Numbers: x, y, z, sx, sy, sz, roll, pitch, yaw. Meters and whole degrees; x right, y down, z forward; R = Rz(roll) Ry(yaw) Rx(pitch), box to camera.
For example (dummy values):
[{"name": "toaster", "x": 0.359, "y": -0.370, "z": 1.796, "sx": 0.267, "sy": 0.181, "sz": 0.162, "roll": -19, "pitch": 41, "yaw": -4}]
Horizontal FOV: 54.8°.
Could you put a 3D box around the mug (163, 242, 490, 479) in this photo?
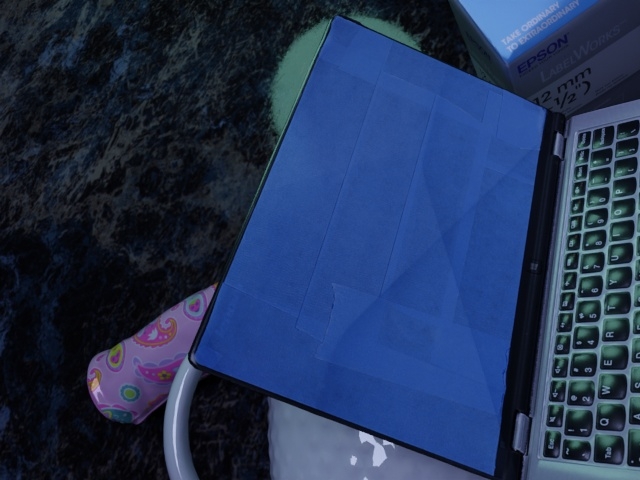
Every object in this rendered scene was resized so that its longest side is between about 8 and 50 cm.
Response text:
[{"name": "mug", "x": 0.035, "y": 0.186, "z": 0.617, "sx": 0.374, "sy": 0.276, "sz": 0.328, "roll": 9, "pitch": 73, "yaw": -16}]

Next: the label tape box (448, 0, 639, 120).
[{"name": "label tape box", "x": 0.289, "y": -0.253, "z": 0.663, "sx": 0.249, "sy": 0.348, "sz": 0.115, "roll": -34, "pitch": 58, "yaw": 10}]

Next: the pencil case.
[{"name": "pencil case", "x": -0.184, "y": 0.149, "z": 0.864, "sx": 0.284, "sy": 0.124, "sz": 0.124, "roll": -31, "pitch": 60, "yaw": 10}]

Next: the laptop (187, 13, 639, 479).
[{"name": "laptop", "x": 0.179, "y": -0.032, "z": 0.457, "sx": 0.408, "sy": 0.236, "sz": 0.382, "roll": -10, "pitch": 51, "yaw": 41}]
